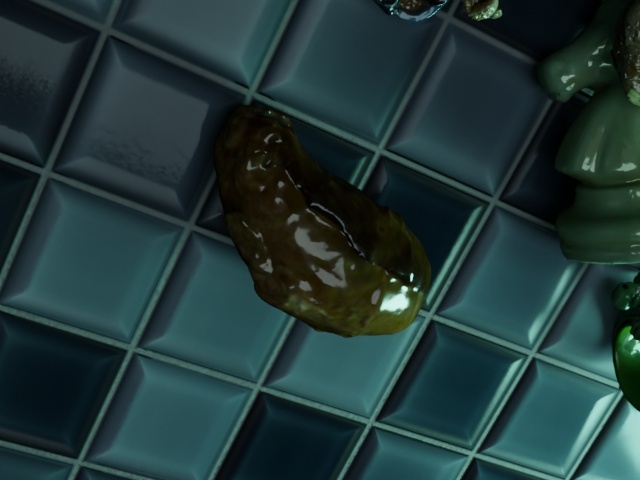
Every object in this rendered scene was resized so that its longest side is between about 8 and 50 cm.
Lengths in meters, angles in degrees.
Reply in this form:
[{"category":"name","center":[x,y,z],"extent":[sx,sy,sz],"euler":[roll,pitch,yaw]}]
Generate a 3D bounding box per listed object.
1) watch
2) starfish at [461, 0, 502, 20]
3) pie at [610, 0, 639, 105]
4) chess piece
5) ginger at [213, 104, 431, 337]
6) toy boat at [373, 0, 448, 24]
[{"category":"watch","center":[0.449,0.138,1.200],"extent":[0.131,0.165,0.152],"euler":[-9,138,-12]},{"category":"starfish","center":[0.138,-0.333,0.894],"extent":[0.071,0.216,0.238],"euler":[-5,110,28]},{"category":"pie","center":[0.396,-0.219,0.966],"extent":[0.193,0.079,0.163],"euler":[-38,102,1]},{"category":"chess piece","center":[0.346,-0.130,1.057],"extent":[0.176,0.176,0.298],"euler":[-11,101,-11]},{"category":"ginger","center":[0.000,0.000,0.995],"extent":[0.165,0.172,0.321],"euler":[-21,124,37]},{"category":"toy boat","center":[0.057,-0.318,0.915],"extent":[0.100,0.097,0.223],"euler":[-39,117,0]}]
